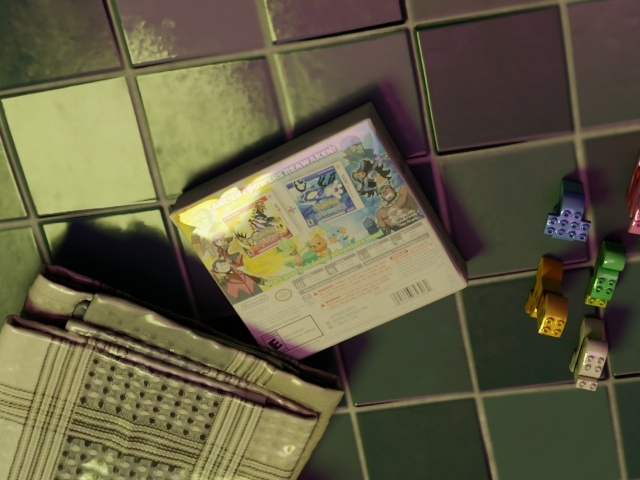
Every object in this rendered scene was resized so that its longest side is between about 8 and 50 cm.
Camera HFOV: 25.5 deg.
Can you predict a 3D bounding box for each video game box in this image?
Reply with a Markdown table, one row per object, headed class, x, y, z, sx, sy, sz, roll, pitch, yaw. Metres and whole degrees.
| class | x | y | z | sx | sy | sz | roll | pitch | yaw |
| --- | --- | --- | --- | --- | --- | --- | --- | --- | --- |
| video game box | 0.000 | 0.000 | 1.267 | 0.205 | 0.048 | 0.187 | -24 | 116 | 17 |

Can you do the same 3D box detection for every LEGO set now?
| class | x | y | z | sx | sy | sz | roll | pitch | yaw |
| --- | --- | --- | --- | --- | --- | --- | --- | --- | --- |
| LEGO set | 0.229 | 0.037 | 1.237 | 0.087 | 0.093 | 0.227 | 11 | 118 | 0 |

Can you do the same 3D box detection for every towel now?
| class | x | y | z | sx | sy | sz | roll | pitch | yaw |
| --- | --- | --- | --- | --- | --- | --- | --- | --- | --- |
| towel | -0.175 | 0.201 | 1.342 | 0.312 | 0.056 | 0.324 | 22 | 120 | -6 |
